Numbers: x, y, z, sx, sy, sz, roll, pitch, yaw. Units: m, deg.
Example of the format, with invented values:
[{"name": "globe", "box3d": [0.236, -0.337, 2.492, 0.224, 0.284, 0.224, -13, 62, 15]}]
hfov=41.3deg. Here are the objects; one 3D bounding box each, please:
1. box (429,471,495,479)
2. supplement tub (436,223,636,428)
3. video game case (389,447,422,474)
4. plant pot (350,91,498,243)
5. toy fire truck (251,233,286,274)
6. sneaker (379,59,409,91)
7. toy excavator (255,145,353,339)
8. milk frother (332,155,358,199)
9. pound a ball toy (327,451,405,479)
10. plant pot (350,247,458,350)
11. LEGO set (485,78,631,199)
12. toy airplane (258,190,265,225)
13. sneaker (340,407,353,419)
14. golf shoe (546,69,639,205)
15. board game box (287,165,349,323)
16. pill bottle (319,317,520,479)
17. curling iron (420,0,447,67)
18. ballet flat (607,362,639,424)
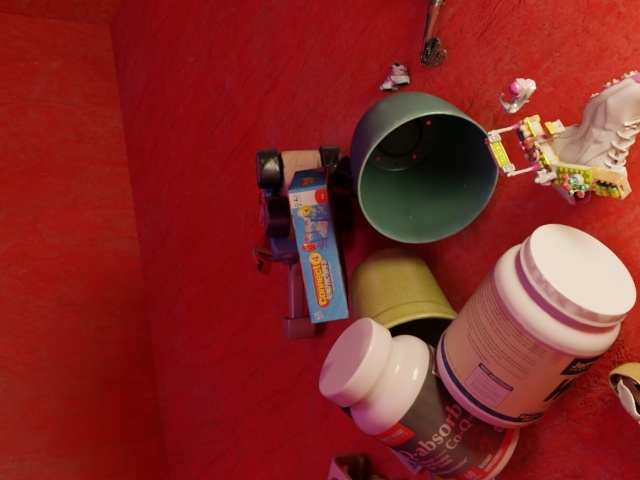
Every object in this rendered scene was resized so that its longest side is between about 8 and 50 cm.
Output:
[{"name": "box", "box3d": [0.300, 0.509, 1.825, 0.179, 0.043, 0.105, -41, 56, 50]}, {"name": "supplement tub", "box3d": [0.373, 0.152, 1.497, 0.325, 0.235, 0.235, -62, 40, 40]}, {"name": "video game case", "box3d": [0.200, 0.417, 1.949, 0.183, 0.023, 0.201, 45, 133, 19]}, {"name": "plant pot", "box3d": [0.192, -0.177, 1.783, 0.235, 0.293, 0.293, -112, 33, -57]}, {"name": "toy fire truck", "box3d": [-0.153, 0.037, 2.528, 0.192, 0.135, 0.047, 45, 128, 51]}, {"name": "sneaker", "box3d": [0.177, -0.399, 2.045, 0.098, 0.038, 0.069, -11, 79, 51]}, {"name": "toy excavator", "box3d": [-0.053, 0.011, 2.315, 0.445, 0.222, 0.432, 106, 157, -64]}, {"name": "milk frother", "box3d": [0.125, -0.164, 2.085, 0.135, 0.129, 0.143, 25, 83, 22]}, {"name": "pound a ball toy", "box3d": [0.083, 0.683, 2.116, 0.208, 0.136, 0.319, 42, 126, 53]}, {"name": "plant pot", "box3d": [0.176, 0.162, 1.858, 0.254, 0.276, 0.276, -103, 30, -45]}, {"name": "LEGO set", "box3d": [0.376, -0.137, 1.427, 0.287, 0.107, 0.132, 56, 147, 32]}, {"name": "toy airplane", "box3d": [-0.157, -0.109, 2.644, 0.151, 0.028, 0.151, 6, 97, 61]}, {"name": "sneaker", "box3d": [0.116, 0.336, 2.085, 0.130, 0.147, 0.330, 40, 147, 20]}, {"name": "golf shoe", "box3d": [0.489, -0.170, 1.435, 0.140, 0.115, 0.306, 69, 153, 18]}, {"name": "board game box", "box3d": [0.000, 0.000, 1.968, 0.308, 0.086, 0.301, -82, -17, -78]}, {"name": "pill bottle", "box3d": [0.190, 0.313, 1.650, 0.210, 0.363, 0.210, -49, 19, 23]}, {"name": "curling iron", "box3d": [0.267, -0.518, 1.888, 0.068, 0.035, 0.274, 16, 100, 38]}, {"name": "ballet flat", "box3d": [0.540, 0.299, 1.365, 0.232, 0.073, 0.080, 61, 140, 40]}]
